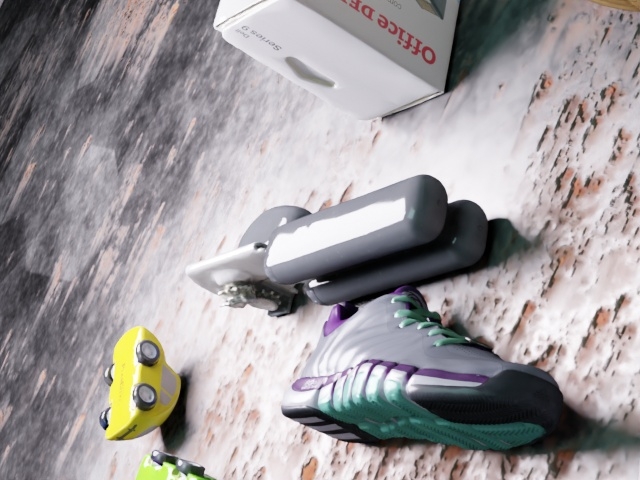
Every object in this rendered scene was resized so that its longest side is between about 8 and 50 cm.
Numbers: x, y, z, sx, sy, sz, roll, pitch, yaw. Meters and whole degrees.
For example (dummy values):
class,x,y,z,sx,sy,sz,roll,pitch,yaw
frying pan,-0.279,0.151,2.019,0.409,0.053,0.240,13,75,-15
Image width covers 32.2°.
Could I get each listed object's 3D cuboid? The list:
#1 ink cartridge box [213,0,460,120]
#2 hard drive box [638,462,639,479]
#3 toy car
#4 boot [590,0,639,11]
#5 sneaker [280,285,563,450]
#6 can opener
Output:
class,x,y,z,sx,sy,sz,roll,pitch,yaw
ink cartridge box,0.026,-0.218,0.821,0.093,0.154,0.212,-14,56,51
hard drive box,0.223,0.091,0.361,0.232,0.089,0.181,-18,54,51
toy car,-0.135,0.194,0.873,0.225,0.053,0.239,4,73,57
boot,0.229,-0.241,0.591,0.203,0.095,0.262,-64,18,-13
sneaker,0.055,0.064,0.650,0.224,0.083,0.098,-11,54,54
can opener,0.000,0.000,0.783,0.280,0.074,0.093,-14,56,52
